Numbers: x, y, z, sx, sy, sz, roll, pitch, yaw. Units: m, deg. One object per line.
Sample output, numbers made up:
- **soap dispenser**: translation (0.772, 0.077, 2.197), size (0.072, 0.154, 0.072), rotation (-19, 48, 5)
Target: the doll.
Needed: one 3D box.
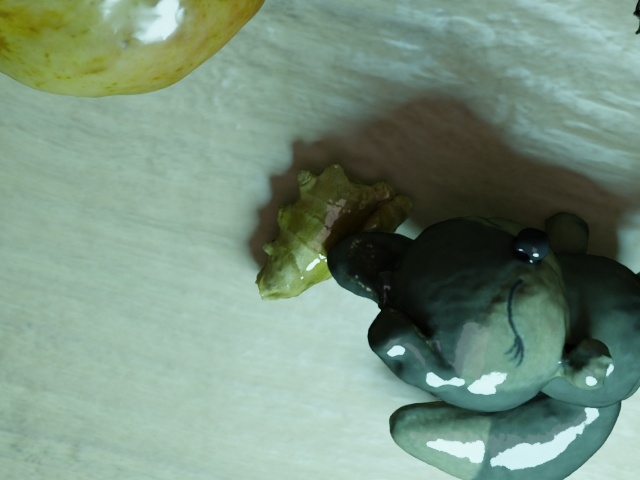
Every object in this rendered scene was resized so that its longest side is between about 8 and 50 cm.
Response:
- **doll**: translation (0.188, 0.143, 1.585), size (0.382, 0.252, 0.379), rotation (7, 114, -13)

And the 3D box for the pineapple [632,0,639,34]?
- **pineapple**: translation (0.286, -0.345, 1.406), size (0.271, 0.262, 0.262), rotation (29, 114, -31)

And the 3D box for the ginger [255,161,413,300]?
- **ginger**: translation (-0.002, -0.012, 1.624), size (0.205, 0.081, 0.115), rotation (-36, 142, 8)

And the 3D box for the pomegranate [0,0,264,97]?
- **pomegranate**: translation (-0.232, -0.312, 1.347), size (0.410, 0.410, 0.410), rotation (0, 116, 1)
